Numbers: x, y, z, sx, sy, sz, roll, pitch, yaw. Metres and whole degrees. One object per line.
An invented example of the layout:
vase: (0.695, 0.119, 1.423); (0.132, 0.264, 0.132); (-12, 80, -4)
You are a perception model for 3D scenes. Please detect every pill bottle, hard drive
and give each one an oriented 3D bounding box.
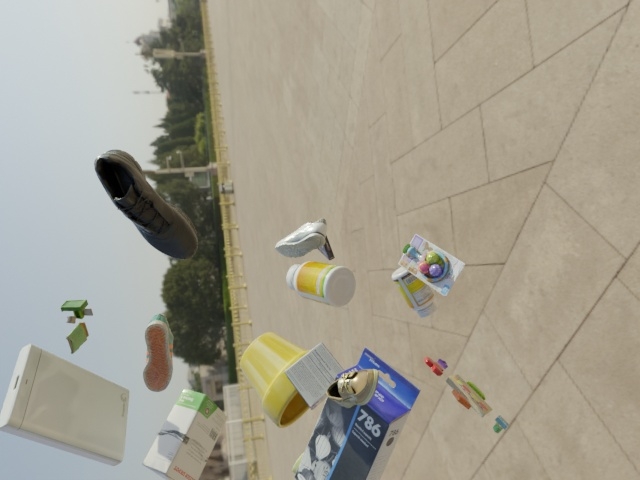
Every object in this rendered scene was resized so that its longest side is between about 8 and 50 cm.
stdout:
pill bottle: (-0.007, 0.144, 1.577); (0.245, 0.136, 0.137); (7, 103, 50)
hard drive: (-0.687, 0.462, 1.263); (0.353, 0.047, 0.233); (51, -166, -42)
pill bottle: (0.394, 0.208, 1.883); (0.215, 0.117, 0.117); (59, 168, -5)

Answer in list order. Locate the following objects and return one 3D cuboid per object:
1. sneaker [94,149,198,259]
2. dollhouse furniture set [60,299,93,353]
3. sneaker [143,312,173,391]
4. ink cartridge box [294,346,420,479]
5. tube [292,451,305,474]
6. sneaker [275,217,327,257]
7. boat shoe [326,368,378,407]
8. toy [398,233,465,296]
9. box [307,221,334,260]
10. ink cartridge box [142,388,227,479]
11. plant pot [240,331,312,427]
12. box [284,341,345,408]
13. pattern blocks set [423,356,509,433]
sneaker: (-0.376, -0.066, 0.965); (0.286, 0.109, 0.130); (48, 177, -14)
dollhouse furniture set: (-0.663, 0.235, 1.260); (0.076, 0.058, 0.152); (-86, -5, -64)
sneaker: (-0.597, 0.415, 1.702); (0.121, 0.107, 0.303); (-109, 26, -69)
ink cartridge box: (0.067, 0.406, 0.941); (0.165, 0.065, 0.333); (30, 102, 44)
tube: (0.037, 0.636, 1.147); (0.240, 0.070, 0.062); (30, 142, 22)
sneaker: (-0.069, -0.007, 1.668); (0.234, 0.090, 0.095); (-18, 49, 34)
boat shoe: (0.048, 0.233, 0.719); (0.135, 0.045, 0.050); (124, 164, -50)
toy: (0.389, 0.082, 1.654); (0.237, 0.056, 0.137); (38, 104, 44)
box: (0.000, 0.000, 1.794); (0.162, 0.029, 0.116); (45, 159, 62)
ink cartridge box: (-0.373, 0.559, 1.277); (0.160, 0.092, 0.220); (70, -145, -44)
plant pot: (-0.129, 0.440, 1.510); (0.238, 0.254, 0.254); (35, 139, 27)
box: (-0.011, 0.387, 1.299); (0.126, 0.137, 0.072); (48, 163, 23)
pattern blocks set: (0.528, 0.552, 1.633); (0.026, 0.285, 0.325); (-52, 51, 12)
